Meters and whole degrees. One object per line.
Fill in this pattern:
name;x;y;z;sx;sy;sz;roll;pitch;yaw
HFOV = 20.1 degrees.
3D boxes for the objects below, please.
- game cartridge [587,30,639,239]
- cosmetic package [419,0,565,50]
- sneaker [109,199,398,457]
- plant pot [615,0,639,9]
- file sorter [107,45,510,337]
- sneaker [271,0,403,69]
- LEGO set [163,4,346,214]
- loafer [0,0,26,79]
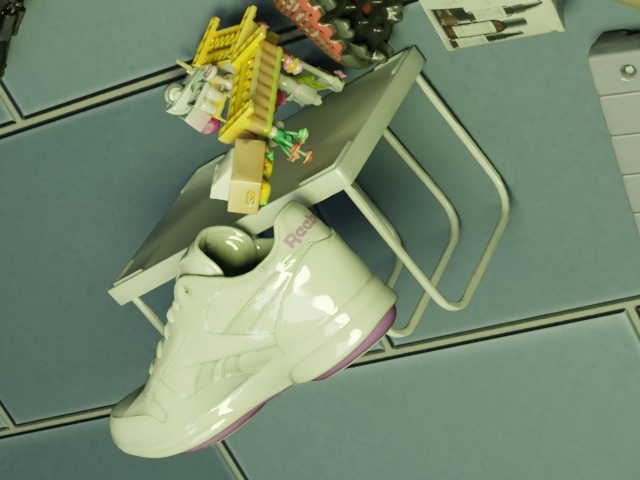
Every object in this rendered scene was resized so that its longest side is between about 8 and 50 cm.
game cartridge;0.403;-0.072;1.388;0.355;0.068;0.230;-5;117;29
cosmetic package;0.108;-0.221;1.325;0.099;0.060;0.239;-10;156;16
sneaker;-0.078;0.070;1.458;0.305;0.114;0.152;-34;99;34
plant pot;0.313;-0.232;1.201;0.274;0.256;0.256;25;135;-24
file sorter;0.000;0.000;1.551;0.278;0.193;0.173;-27;111;38
sneaker;-0.041;-0.248;1.454;0.135;0.097;0.276;-3;134;47
LEGO set;-0.039;-0.106;1.479;0.107;0.287;0.132;26;102;-23
loafer;-0.286;-0.258;1.561;0.095;0.109;0.302;13;125;12
